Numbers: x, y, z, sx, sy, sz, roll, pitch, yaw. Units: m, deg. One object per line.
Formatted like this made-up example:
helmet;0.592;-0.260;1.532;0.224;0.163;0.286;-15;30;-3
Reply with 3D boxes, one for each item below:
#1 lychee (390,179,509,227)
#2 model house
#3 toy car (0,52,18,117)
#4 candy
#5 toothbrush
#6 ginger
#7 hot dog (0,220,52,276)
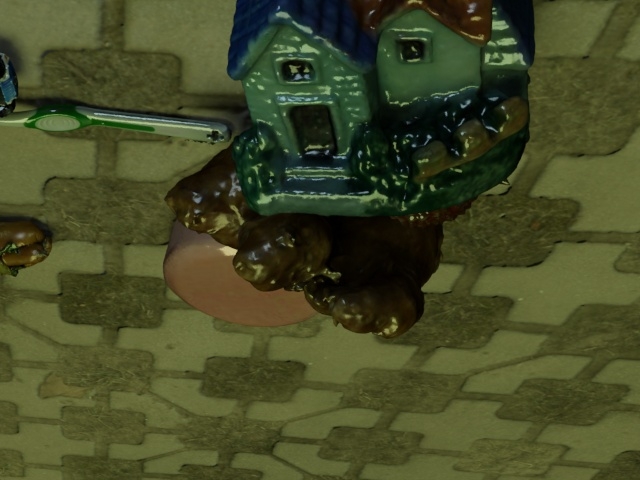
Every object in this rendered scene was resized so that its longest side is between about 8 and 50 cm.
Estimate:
lychee;0.123;-0.094;1.326;0.197;0.165;0.165;21;160;39
model house;0.057;-0.217;1.096;0.295;0.252;0.329;3;141;10
toy car;-0.449;-0.201;1.385;0.170;0.070;0.080;5;148;3
candy;-0.104;0.032;1.647;0.255;0.094;0.255;7;148;4
toothbrush;-0.321;-0.152;1.460;0.418;0.040;0.042;7;146;2
ginger;-0.010;-0.006;1.393;0.357;0.274;0.152;29;130;-11
hot dog;-0.521;0.020;1.753;0.269;0.072;0.109;-6;147;25
